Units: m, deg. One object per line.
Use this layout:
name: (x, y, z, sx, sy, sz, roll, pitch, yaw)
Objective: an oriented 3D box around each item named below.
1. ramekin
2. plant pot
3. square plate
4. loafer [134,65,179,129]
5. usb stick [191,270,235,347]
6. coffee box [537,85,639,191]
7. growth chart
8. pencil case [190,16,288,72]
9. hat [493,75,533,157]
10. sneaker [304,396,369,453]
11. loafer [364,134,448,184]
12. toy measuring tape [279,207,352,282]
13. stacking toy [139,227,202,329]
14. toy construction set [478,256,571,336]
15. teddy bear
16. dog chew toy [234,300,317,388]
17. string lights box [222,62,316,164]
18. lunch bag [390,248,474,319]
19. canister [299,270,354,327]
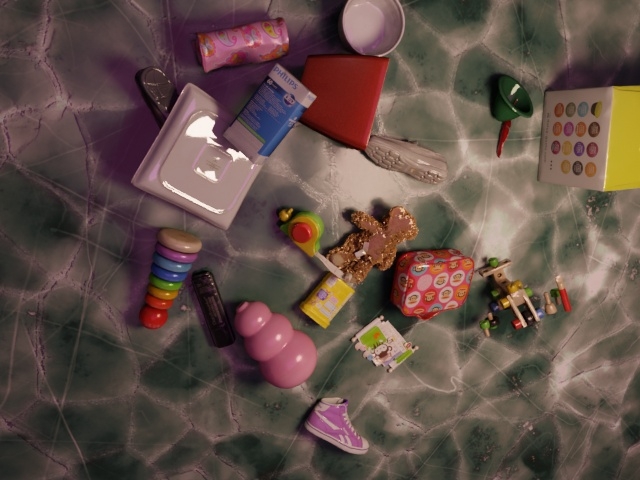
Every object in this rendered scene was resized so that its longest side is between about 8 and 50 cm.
ramekin: (0.152, -0.683, 1.612, 0.207, 0.109, 0.207, -4, 104, -14)
plant pot: (0.050, -0.437, 1.576, 0.235, 0.267, 0.268, 13, 99, -2)
square plate: (-0.339, -0.240, 1.565, 0.347, 0.049, 0.344, 29, 94, -36)
loafer: (-0.452, -0.380, 1.538, 0.109, 0.095, 0.303, -45, 127, -27)
usb stick: (-0.360, 0.236, 1.722, 0.077, 0.045, 0.278, -17, 107, -4)
coffee box: (1.030, -0.370, 1.803, 0.338, 0.334, 0.338, -6, 104, -14)
growth chart: (0.241, 0.398, 1.936, 0.172, 0.021, 0.237, -46, 109, 0)
pencil case: (-0.236, -0.588, 1.527, 0.284, 0.124, 0.124, -15, 106, -10)
hat: (0.642, -0.458, 1.843, 0.172, 0.183, 0.209, 18, 56, -25)
sneaker: (0.096, 0.693, 1.924, 0.282, 0.102, 0.161, 32, 90, -19)
loafer: (0.295, -0.293, 1.755, 0.319, 0.112, 0.112, 20, 61, -18)
toy measuring tape: (0.000, 0.000, 1.700, 0.330, 0.121, 0.121, 40, 90, -1)
stacking toy: (-0.492, 0.135, 1.624, 0.141, 0.141, 0.330, 17, 102, -18)
toy construction set: (0.731, 0.173, 1.880, 0.308, 0.257, 0.237, -15, 102, 25)
teddy bear: (0.179, 0.008, 1.795, 0.245, 0.113, 0.338, 32, 101, -12)
dog chew toy: (-0.163, 0.340, 1.727, 0.206, 0.206, 0.332, -40, 101, -3)
string lights box: (-0.148, -0.360, 1.473, 0.133, 0.077, 0.260, 44, 104, 8)
lunch bag: (0.406, 0.168, 1.855, 0.293, 0.120, 0.258, -3, 113, -23)
canister: (0.025, 0.208, 1.805, 0.126, 0.073, 0.170, 41, 89, -20)
